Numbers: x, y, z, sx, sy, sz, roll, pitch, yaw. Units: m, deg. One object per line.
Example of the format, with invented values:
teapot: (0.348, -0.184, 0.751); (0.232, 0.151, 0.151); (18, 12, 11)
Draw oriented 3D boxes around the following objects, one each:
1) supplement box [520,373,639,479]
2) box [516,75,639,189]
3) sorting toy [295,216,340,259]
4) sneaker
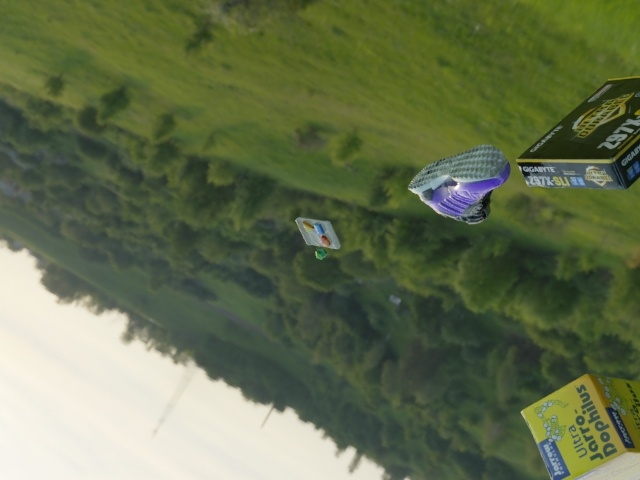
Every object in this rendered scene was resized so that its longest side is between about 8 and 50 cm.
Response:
supplement box: (0.669, 0.449, 2.064); (0.357, 0.195, 0.194); (15, -135, -46)
box: (0.593, -0.222, 1.774); (0.257, 0.322, 0.079); (12, 136, 59)
sorting toy: (0.000, 0.000, 1.361); (0.062, 0.012, 0.083); (6, 136, 35)
sneaker: (0.317, -0.104, 1.835); (0.146, 0.102, 0.293); (48, 159, -16)
